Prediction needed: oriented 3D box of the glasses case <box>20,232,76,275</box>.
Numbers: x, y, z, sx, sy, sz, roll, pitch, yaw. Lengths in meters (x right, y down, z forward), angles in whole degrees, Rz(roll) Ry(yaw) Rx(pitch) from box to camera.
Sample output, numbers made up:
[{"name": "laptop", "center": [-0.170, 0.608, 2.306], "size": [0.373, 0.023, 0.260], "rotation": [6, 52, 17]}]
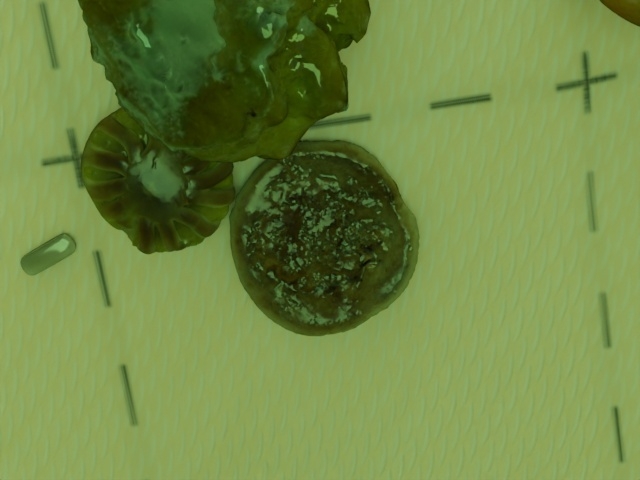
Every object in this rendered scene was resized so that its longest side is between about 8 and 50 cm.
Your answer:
[{"name": "glasses case", "center": [-0.380, 0.020, 1.848], "size": [0.083, 0.021, 0.032], "rotation": [-30, 103, 9]}]

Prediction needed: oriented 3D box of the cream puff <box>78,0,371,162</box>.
[{"name": "cream puff", "center": [-0.094, -0.285, 1.653], "size": [0.378, 0.275, 0.378], "rotation": [13, 117, 26]}]

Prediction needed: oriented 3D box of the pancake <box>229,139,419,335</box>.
[{"name": "pancake", "center": [0.000, -0.001, 1.828], "size": [0.283, 0.049, 0.282], "rotation": [0, 103, 1]}]

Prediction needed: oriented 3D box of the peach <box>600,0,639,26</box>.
[{"name": "peach", "center": [0.449, -0.400, 1.591], "size": [0.333, 0.308, 0.307], "rotation": [19, 106, 2]}]

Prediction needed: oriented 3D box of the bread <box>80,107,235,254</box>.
[{"name": "bread", "center": [-0.216, -0.084, 1.777], "size": [0.214, 0.105, 0.213], "rotation": [0, 103, -1]}]
